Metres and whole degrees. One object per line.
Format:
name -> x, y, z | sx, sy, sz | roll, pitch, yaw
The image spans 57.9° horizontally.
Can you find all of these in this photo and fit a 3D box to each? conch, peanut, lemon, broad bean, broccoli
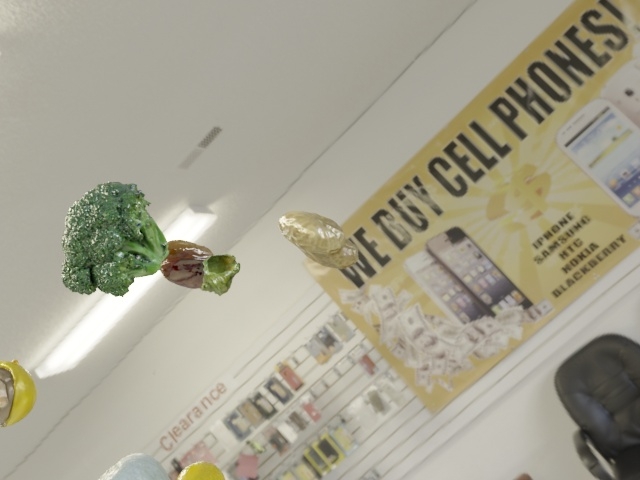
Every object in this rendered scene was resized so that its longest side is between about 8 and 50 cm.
conch -> -0.227, 0.072, 1.296 | 0.074, 0.089, 0.121 | -2, 31, 44
peanut -> 0.000, 0.000, 1.525 | 0.110, 0.197, 0.233 | -57, -39, -13
lemon -> -0.182, 0.379, 0.875 | 0.082, 0.082, 0.110 | -43, 17, 5
broad bean -> -0.447, 0.083, 1.970 | 0.156, 0.229, 0.122 | -64, 17, 12
broccoli -> -0.482, -0.007, 1.360 | 0.265, 0.245, 0.294 | -21, 40, 39

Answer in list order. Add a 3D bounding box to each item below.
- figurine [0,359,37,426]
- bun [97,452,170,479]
figurine -> -0.947, 0.425, 1.562 | 0.344, 0.215, 0.187 | 11, -78, -62
bun -> -0.424, 0.593, 1.129 | 0.362, 0.211, 0.362 | -44, -4, -4
